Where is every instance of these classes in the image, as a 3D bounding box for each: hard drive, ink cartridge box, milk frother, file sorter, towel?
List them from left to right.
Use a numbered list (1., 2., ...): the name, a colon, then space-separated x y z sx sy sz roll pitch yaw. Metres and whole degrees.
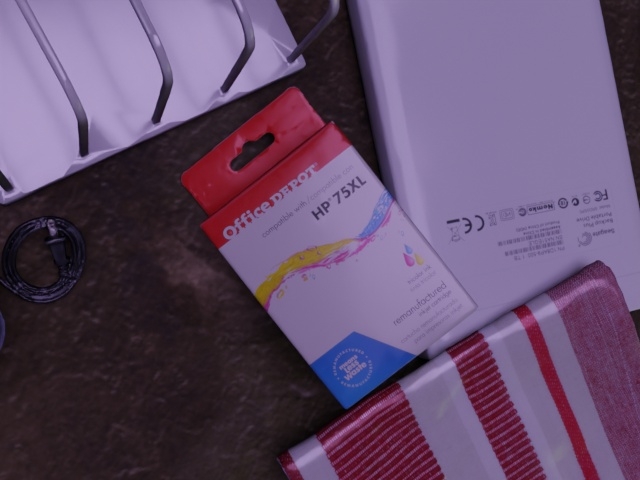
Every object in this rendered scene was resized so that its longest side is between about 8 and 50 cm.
1. milk frother: -0.240 0.033 0.618 0.143 0.135 0.129 -28 128 -10
2. file sorter: -0.156 -0.178 0.632 0.278 0.173 0.192 -27 94 -14
3. ink cartridge box: 0.000 0.000 0.691 0.134 0.078 0.231 -39 92 3
4. hard drive: 0.164 -0.092 0.778 0.233 0.047 0.353 -11 91 -15
5. towel: 0.156 0.196 0.740 0.329 0.037 0.237 -29 104 -11
